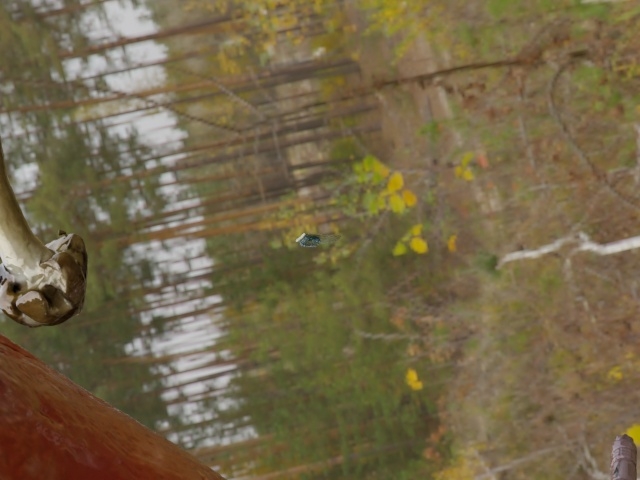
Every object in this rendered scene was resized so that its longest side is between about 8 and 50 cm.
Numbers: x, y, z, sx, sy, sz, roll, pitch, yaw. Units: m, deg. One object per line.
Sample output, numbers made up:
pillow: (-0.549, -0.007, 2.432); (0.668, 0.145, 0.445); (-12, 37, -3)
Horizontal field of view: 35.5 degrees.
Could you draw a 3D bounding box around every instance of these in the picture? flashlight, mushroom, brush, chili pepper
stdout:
flashlight: (0.287, 0.226, 0.953); (0.031, 0.052, 0.110); (-50, 5, 31)
mushroom: (-0.192, -0.033, 0.625); (0.061, 0.060, 0.187); (-3, 110, 40)
brush: (0.000, 0.000, 1.236); (0.083, 0.016, 0.013); (1, -130, -57)
chili pepper: (-0.202, 0.184, 0.690); (0.305, 0.229, 0.251); (49, -153, -21)
